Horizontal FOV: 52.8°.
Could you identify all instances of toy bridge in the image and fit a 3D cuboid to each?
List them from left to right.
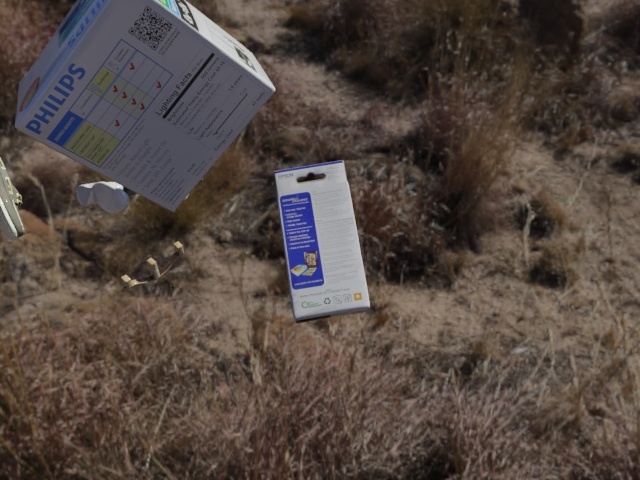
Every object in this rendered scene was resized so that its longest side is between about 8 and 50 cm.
[{"bbox_3d":[-0.442,0.076,1.710,0.026,0.063,0.188,34,55,30],"label":"toy bridge"}]

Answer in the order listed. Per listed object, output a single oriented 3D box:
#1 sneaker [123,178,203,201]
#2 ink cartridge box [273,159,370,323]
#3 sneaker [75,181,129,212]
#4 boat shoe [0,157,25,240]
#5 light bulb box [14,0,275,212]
[{"bbox_3d":[-0.502,-0.174,2.016,0.269,0.153,0.101,-34,-7,-13],"label":"sneaker"},{"bbox_3d":[0.000,0.000,1.524,0.176,0.370,0.069,-9,-16,0],"label":"ink cartridge box"},{"bbox_3d":[-0.545,-0.125,1.679,0.212,0.080,0.094,12,23,40],"label":"sneaker"},{"bbox_3d":[-0.976,-0.138,1.987,0.091,0.109,0.305,-21,71,-42],"label":"boat shoe"},{"bbox_3d":[-0.355,-0.313,1.310,0.361,0.358,0.225,31,19,-38],"label":"light bulb box"}]
